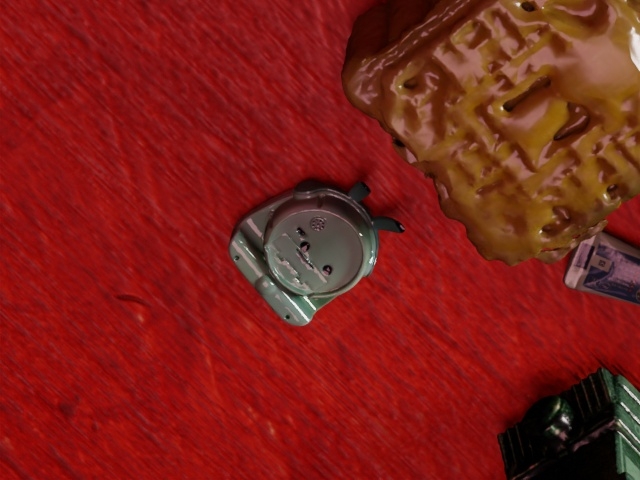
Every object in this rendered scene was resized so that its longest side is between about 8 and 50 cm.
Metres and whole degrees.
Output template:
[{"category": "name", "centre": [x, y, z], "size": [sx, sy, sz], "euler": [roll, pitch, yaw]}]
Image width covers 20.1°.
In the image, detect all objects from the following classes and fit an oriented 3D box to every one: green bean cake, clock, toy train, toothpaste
[{"category": "green bean cake", "centre": [0.157, -0.116, 1.329], "size": [0.230, 0.131, 0.224], "euler": [-36, 109, 22]}, {"category": "clock", "centre": [0.000, 0.000, 1.457], "size": [0.135, 0.041, 0.101], "euler": [-34, 108, 21]}, {"category": "toy train", "centre": [0.279, 0.268, 1.484], "size": [0.138, 0.178, 0.330], "euler": [-37, 106, 21]}, {"category": "toothpaste", "centre": [0.295, 0.042, 1.448], "size": [0.197, 0.035, 0.057], "euler": [19, 108, 0]}]
